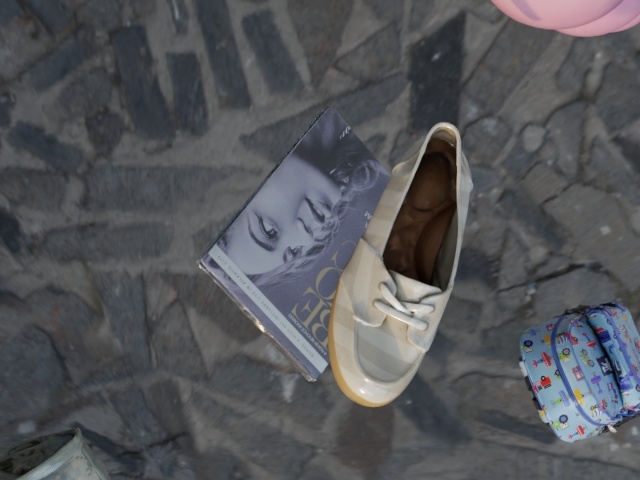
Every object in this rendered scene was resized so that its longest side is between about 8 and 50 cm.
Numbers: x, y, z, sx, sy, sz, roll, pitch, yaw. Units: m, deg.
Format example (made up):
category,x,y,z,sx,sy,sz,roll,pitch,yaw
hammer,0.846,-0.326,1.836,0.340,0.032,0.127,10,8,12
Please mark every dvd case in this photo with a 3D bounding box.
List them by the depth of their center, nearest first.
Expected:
category,x,y,z,sx,sy,sz,roll,pitch,yaw
dvd case,0.000,0.000,1.143,0.164,0.018,0.221,48,60,-19

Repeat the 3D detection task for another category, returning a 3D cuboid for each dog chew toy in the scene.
category,x,y,z,sx,sy,sz,roll,pitch,yaw
dog chew toy,0.319,-0.341,1.434,0.207,0.332,0.206,-3,84,31

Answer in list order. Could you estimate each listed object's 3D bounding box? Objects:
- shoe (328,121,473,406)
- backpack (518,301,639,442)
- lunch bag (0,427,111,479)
category,x,y,z,sx,sy,sz,roll,pitch,yaw
shoe,0.060,0.012,0.847,0.077,0.058,0.219,19,68,-4
backpack,0.313,0.156,1.401,0.117,0.173,0.158,-26,77,28
lunch bag,-0.293,0.334,1.116,0.287,0.169,0.235,-26,98,-3
